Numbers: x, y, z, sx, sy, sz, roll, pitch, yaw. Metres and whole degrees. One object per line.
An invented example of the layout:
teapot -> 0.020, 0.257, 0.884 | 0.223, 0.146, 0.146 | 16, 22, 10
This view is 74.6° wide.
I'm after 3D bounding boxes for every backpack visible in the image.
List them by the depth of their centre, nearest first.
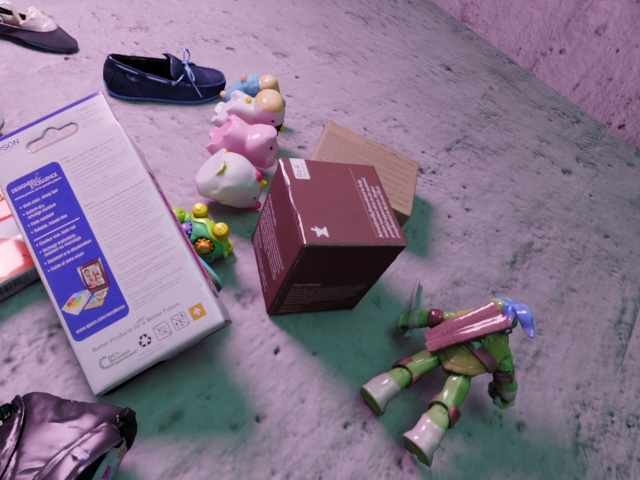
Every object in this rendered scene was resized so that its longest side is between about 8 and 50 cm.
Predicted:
backpack -> -0.277, 0.254, 0.409 | 0.152, 0.115, 0.181 | 5, 37, 2

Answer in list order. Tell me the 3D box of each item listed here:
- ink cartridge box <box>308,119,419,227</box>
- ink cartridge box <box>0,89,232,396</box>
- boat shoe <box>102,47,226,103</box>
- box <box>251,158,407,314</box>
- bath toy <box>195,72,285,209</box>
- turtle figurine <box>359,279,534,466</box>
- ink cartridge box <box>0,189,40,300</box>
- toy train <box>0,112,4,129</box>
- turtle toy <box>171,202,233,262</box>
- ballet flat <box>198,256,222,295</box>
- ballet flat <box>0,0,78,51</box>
ink cartridge box -> 0.084, -0.135, 0.910 | 0.235, 0.088, 0.193 | 24, 46, -4
ink cartridge box -> -0.284, -0.006, 0.560 | 0.176, 0.069, 0.370 | -30, 82, -7
boat shoe -> -0.320, -0.351, 0.899 | 0.259, 0.089, 0.109 | -19, 64, -35
box -> 0.000, 0.000, 0.686 | 0.167, 0.203, 0.168 | 1, 54, -25
bath toy -> -0.141, -0.197, 0.840 | 0.129, 0.152, 0.347 | 43, 37, -38
turtle figurine -> 0.201, 0.209, 0.679 | 0.266, 0.275, 0.197 | -37, 97, -20
ink cartridge box -> -0.461, -0.010, 0.590 | 0.179, 0.045, 0.145 | 39, 45, 5
toy train -> -0.642, -0.270, 0.657 | 0.191, 0.142, 0.333 | -20, 61, -31
turtle toy -> -0.201, -0.013, 0.690 | 0.130, 0.095, 0.066 | 41, 70, 11
ballet flat -> -0.285, -0.005, 0.633 | 0.316, 0.107, 0.106 | 44, 62, 13
ballet flat -> -0.612, -0.446, 0.857 | 0.204, 0.074, 0.074 | 9, 50, -18
